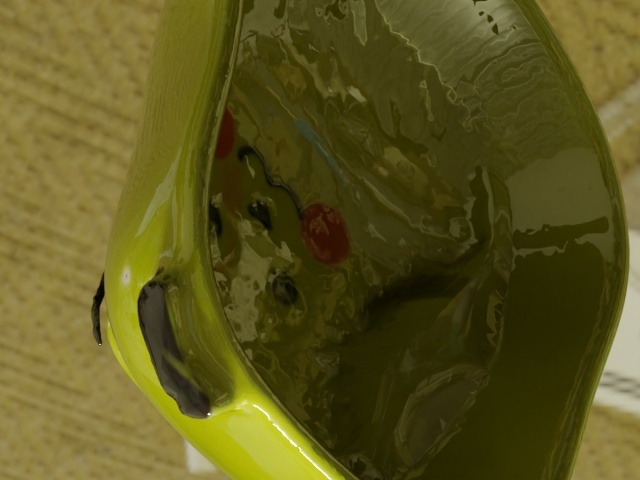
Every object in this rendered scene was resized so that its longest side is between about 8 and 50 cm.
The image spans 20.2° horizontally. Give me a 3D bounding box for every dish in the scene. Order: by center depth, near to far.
[{"bbox_3d":[0.000,0.000,0.633,0.108,0.262,0.221,-22,128,39],"label":"dish"}]
